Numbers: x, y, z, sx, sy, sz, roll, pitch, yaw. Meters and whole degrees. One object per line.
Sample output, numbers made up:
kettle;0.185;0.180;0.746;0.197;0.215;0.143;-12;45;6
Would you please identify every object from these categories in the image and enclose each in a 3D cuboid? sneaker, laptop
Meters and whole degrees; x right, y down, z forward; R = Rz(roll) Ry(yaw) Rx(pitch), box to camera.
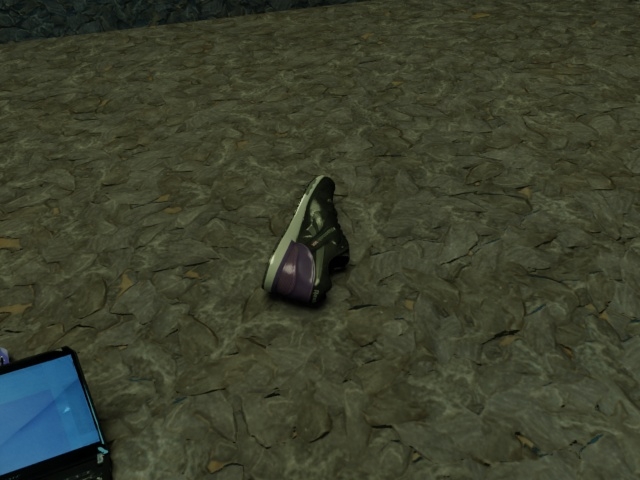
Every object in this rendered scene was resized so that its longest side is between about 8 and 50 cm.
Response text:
sneaker;0.000;0.000;0.859;0.124;0.107;0.283;20;51;4
laptop;-0.377;0.294;0.530;0.234;0.136;0.264;-16;45;-12

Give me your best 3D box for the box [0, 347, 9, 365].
box;-0.539;0.216;0.705;0.136;0.028;0.081;-23;46;-22
